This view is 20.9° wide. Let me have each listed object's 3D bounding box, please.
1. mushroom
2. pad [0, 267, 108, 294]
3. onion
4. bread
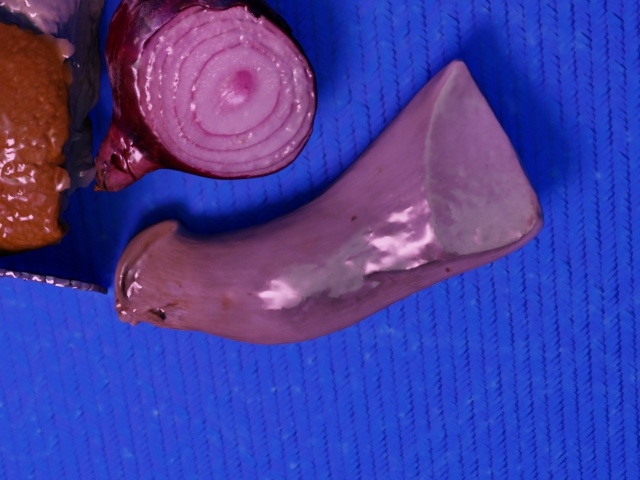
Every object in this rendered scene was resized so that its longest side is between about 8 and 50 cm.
[{"bbox_3d":[-0.001,0.000,1.576,0.397,0.126,0.177,-28,100,12],"label":"mushroom"},{"bbox_3d":[-0.322,0.022,1.519,0.269,0.269,0.012,9,87,-5],"label":"pad"},{"bbox_3d":[-0.120,-0.126,1.495,0.218,0.140,0.195,-44,128,4],"label":"onion"},{"bbox_3d":[-0.302,-0.153,1.452,0.250,0.225,0.279,7,115,-6],"label":"bread"}]
